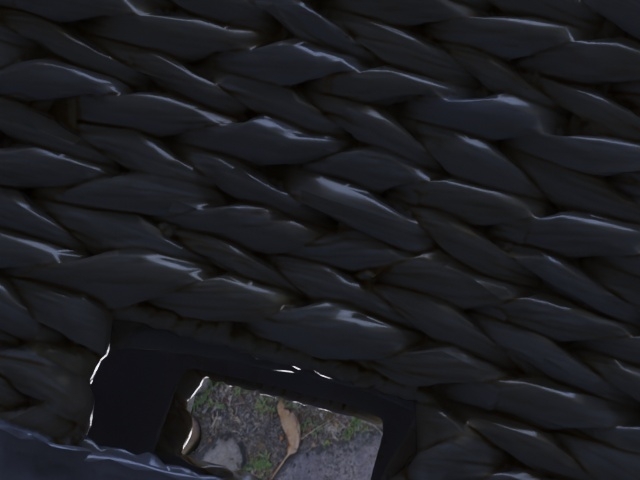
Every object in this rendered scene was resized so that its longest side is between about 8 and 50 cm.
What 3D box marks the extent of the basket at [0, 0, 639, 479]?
[{"bbox_3d":[0.000,0.000,0.679,0.328,0.266,0.331,15,-5,3],"label":"basket"}]
